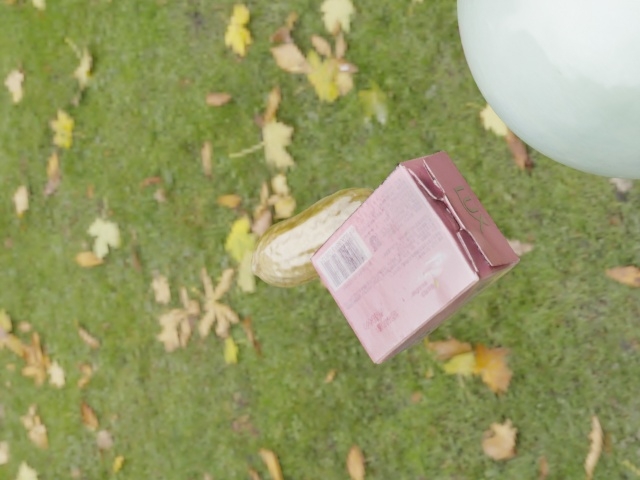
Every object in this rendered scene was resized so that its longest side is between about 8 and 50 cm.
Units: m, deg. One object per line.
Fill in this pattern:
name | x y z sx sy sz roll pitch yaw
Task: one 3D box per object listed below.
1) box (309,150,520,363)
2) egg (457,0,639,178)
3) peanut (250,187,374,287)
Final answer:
box | 0.071 0.015 0.841 0.111 0.060 0.156 59 137 13
egg | 0.212 -0.167 0.703 0.230 0.371 0.230 6 112 16
peanut | 0.000 0.000 1.401 0.226 0.108 0.095 -26 89 31
